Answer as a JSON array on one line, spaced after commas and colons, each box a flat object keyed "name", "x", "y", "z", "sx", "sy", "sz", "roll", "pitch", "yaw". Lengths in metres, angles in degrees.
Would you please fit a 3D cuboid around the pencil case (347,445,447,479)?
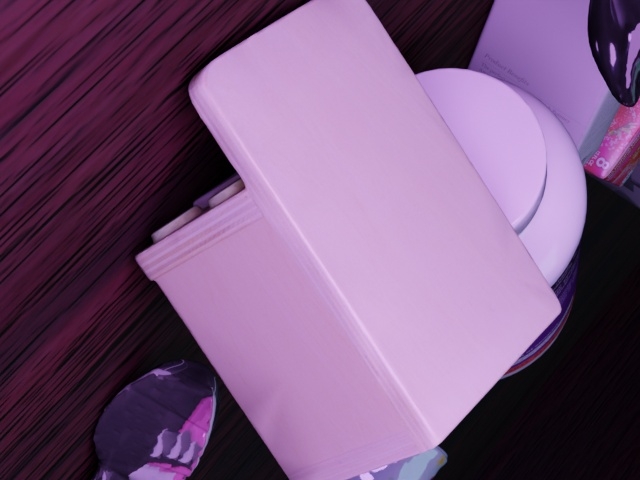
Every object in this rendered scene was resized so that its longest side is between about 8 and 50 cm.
[{"name": "pencil case", "x": 0.025, "y": 0.311, "z": 1.670, "sx": 0.273, "sy": 0.113, "sz": 0.124, "roll": -52, "pitch": 174, "yaw": -8}]

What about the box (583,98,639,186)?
[{"name": "box", "x": 0.296, "y": -0.188, "z": 1.394, "sx": 0.257, "sy": 0.122, "sz": 0.128, "roll": -57, "pitch": 164, "yaw": 9}]

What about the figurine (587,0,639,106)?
[{"name": "figurine", "x": 0.211, "y": -0.212, "z": 0.960, "sx": 0.215, "sy": 0.092, "sz": 0.209, "roll": -34, "pitch": 115, "yaw": -53}]

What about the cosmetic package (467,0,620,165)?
[{"name": "cosmetic package", "x": 0.195, "y": -0.162, "z": 1.170, "sx": 0.085, "sy": 0.117, "sz": 0.231, "roll": -42, "pitch": 161, "yaw": -40}]

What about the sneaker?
[{"name": "sneaker", "x": -0.114, "y": 0.137, "z": 1.011, "sx": 0.178, "sy": 0.072, "sz": 0.077, "roll": -56, "pitch": 178, "yaw": 36}]

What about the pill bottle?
[{"name": "pill bottle", "x": 0.102, "y": -0.008, "z": 1.094, "sx": 0.181, "sy": 0.181, "sz": 0.323, "roll": -52, "pitch": 165, "yaw": -9}]

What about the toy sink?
[{"name": "toy sink", "x": 0.000, "y": 0.000, "z": 0.859, "sx": 0.131, "sy": 0.234, "sz": 0.153, "roll": -28, "pitch": -172, "yaw": 44}]

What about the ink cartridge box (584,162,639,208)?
[{"name": "ink cartridge box", "x": 0.392, "y": -0.173, "z": 1.708, "sx": 0.211, "sy": 0.121, "sz": 0.289, "roll": -53, "pitch": 165, "yaw": -3}]
